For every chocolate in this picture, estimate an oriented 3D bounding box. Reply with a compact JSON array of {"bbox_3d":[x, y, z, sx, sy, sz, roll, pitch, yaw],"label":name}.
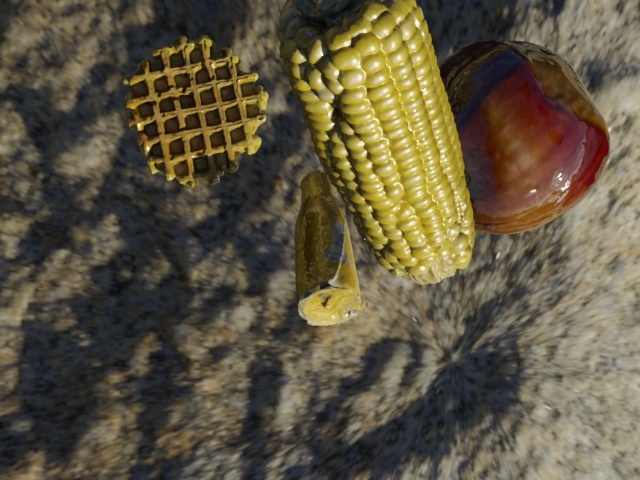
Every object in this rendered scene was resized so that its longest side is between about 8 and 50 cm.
[{"bbox_3d":[0.000,0.000,1.680,0.086,0.085,0.219,-12,47,4],"label":"chocolate"}]

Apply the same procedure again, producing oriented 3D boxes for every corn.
[{"bbox_3d":[0.056,-0.096,1.178,0.130,0.347,0.130,-14,41,12],"label":"corn"}]

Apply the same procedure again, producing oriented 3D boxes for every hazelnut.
[{"bbox_3d":[0.195,-0.110,1.489,0.229,0.229,0.229,0,85,5],"label":"hazelnut"}]

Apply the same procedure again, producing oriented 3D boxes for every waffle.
[{"bbox_3d":[-0.154,-0.160,1.691,0.191,0.038,0.191,0,90,-4],"label":"waffle"}]
